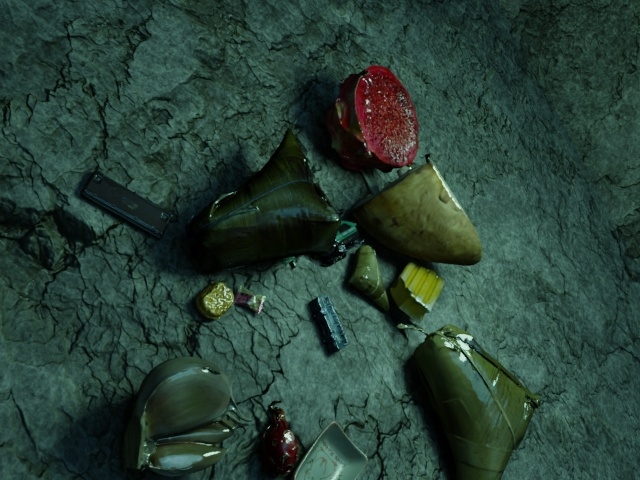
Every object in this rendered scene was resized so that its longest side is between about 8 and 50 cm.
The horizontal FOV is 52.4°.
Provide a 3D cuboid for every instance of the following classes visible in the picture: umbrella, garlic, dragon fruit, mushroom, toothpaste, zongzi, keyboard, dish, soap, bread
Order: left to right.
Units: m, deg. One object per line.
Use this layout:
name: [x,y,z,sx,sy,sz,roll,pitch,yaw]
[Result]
keyboard: [-0.492,-0.092,1.667,0.230,0.025,0.094,33,50,-20]
garlic: [-0.298,0.384,1.423,0.292,0.210,0.237,-15,69,-35]
bread: [-0.273,0.157,1.687,0.083,0.044,0.111,50,42,-6]
zongzi: [-0.194,-0.130,1.799,0.403,0.208,0.432,-11,59,-16]
dragon fruit: [-0.103,0.482,1.607,0.094,0.094,0.190,17,51,-32]
dish: [0.010,0.584,1.643,0.151,0.077,0.212,50,45,-6]
dragon fruit: [0.160,-0.395,2.233,0.371,0.249,0.386,56,45,-21]
zongzi: [0.171,0.116,2.058,0.176,0.078,0.160,40,45,-28]
toothpaste: [0.193,-0.166,2.270,0.048,0.031,0.190,-8,67,-39]
umbrella: [0.248,0.267,2.069,0.013,0.022,0.122,-33,98,-54]
soap: [0.310,0.155,2.092,0.140,0.073,0.232,37,29,5]
mushroom: [0.330,-0.034,2.110,0.397,0.313,0.224,54,4,-7]
zongzi: [0.379,0.503,1.907,0.500,0.218,0.467,42,53,-8]

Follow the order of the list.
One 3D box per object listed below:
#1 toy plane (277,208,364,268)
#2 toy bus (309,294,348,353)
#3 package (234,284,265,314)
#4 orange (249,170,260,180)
toy plane: [0.000,0.000,1.970,0.381,0.106,0.155,-27,78,-44]
toy bus: [0.025,0.241,1.879,0.065,0.047,0.166,-9,71,-46]
package: [-0.192,0.160,1.762,0.083,0.029,0.059,24,59,-13]
orange: [-0.175,-0.168,1.935,0.085,0.085,0.085,20,54,-30]
